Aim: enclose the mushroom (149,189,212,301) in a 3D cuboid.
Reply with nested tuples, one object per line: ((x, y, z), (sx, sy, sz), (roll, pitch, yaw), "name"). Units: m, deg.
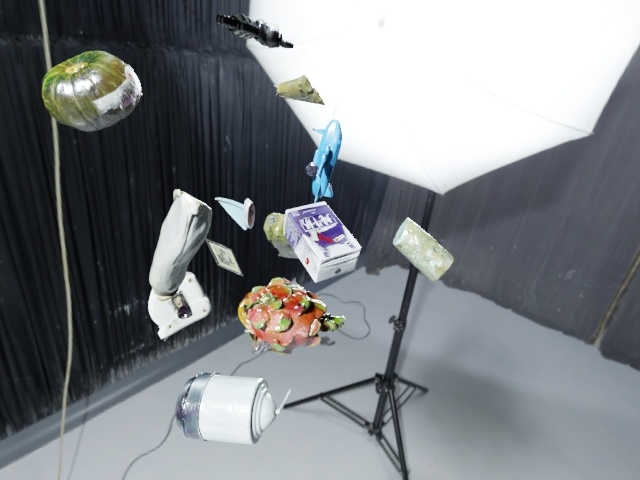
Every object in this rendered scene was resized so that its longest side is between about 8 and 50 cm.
((-0.340, 0.024, 0.950), (0.097, 0.351, 0.109), (32, 34, -3), "mushroom")

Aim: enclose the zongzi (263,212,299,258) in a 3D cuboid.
((-0.058, -0.008, 1.498), (0.274, 0.251, 0.125), (9, 70, 19), "zongzi")

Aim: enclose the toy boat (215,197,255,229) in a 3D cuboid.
((-0.240, -0.085, 1.135), (0.122, 0.096, 0.034), (20, 32, 25), "toy boat")

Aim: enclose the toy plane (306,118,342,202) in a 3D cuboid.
((0.014, -0.265, 1.342), (0.105, 0.271, 0.254), (7, 16, 7), "toy plane")

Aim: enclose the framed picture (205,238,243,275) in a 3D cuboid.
((-0.490, 0.088, 2.067), (0.199, 0.195, 0.010), (19, 51, 31), "framed picture")

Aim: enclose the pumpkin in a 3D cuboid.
((-0.638, -0.409, 1.142), (0.260, 0.189, 0.260), (-7, 45, 7), "pumpkin")

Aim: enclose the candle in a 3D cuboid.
((-0.292, 0.569, 1.368), (0.342, 0.221, 0.221), (0, 25, 12), "candle")

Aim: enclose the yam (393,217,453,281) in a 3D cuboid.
((0.314, 0.027, 1.266), (0.194, 0.107, 0.107), (44, 34, 5), "yam")

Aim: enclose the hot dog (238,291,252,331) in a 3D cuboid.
((-0.165, 0.210, 1.130), (0.147, 0.099, 0.065), (41, 4, 11), "hot dog")

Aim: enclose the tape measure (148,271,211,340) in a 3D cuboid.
((-0.650, 0.291, 1.839), (0.258, 0.265, 0.130), (-27, 19, -12), "tape measure")

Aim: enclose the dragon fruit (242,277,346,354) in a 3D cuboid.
((-0.049, 0.154, 0.810), (0.235, 0.135, 0.137), (9, 15, -46), "dragon fruit")

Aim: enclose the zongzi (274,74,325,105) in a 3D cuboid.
((-0.093, -0.627, 1.762), (0.189, 0.081, 0.178), (0, -22, 38), "zongzi")

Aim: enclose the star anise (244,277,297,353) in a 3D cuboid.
((-0.132, 0.237, 1.270), (0.129, 0.212, 0.282), (26, 18, 30), "star anise")

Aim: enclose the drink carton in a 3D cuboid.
((-0.001, 0.001, 1.159), (0.134, 0.102, 0.222), (-14, 48, -27), "drink carton")

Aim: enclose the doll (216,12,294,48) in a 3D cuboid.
((-0.176, -0.579, 1.113), (0.219, 0.067, 0.091), (3, 26, -36), "doll")
